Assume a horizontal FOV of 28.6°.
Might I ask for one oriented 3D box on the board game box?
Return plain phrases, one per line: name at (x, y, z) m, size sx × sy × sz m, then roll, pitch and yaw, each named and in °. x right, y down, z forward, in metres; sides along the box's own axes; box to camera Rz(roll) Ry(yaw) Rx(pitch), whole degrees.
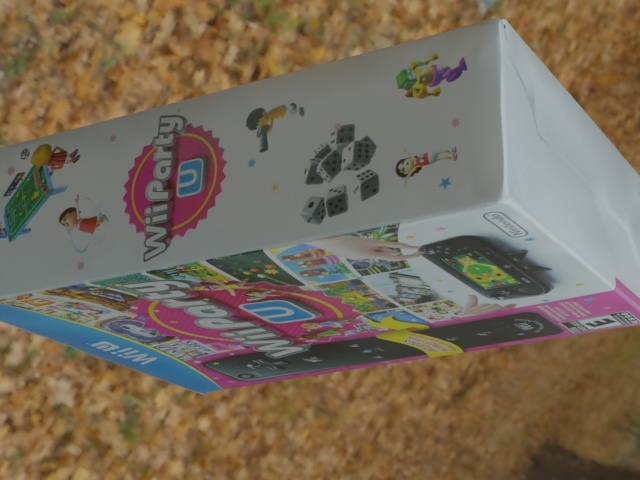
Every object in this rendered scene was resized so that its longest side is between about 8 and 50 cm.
board game box at (0.000, 0.000, 0.684) m, size 0.224 × 0.303 × 0.098 m, roll 31°, pitch 54°, yaw -54°
